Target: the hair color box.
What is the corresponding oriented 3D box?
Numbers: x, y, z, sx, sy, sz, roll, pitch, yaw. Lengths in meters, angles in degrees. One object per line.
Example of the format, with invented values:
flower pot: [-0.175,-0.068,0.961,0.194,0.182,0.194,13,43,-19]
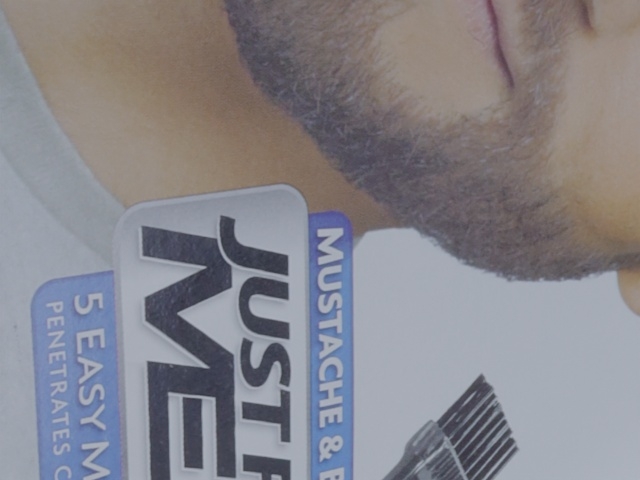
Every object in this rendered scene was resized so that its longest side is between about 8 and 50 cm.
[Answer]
hair color box: [0.000,0.000,0.504,0.110,0.338,0.185,14,110,53]
